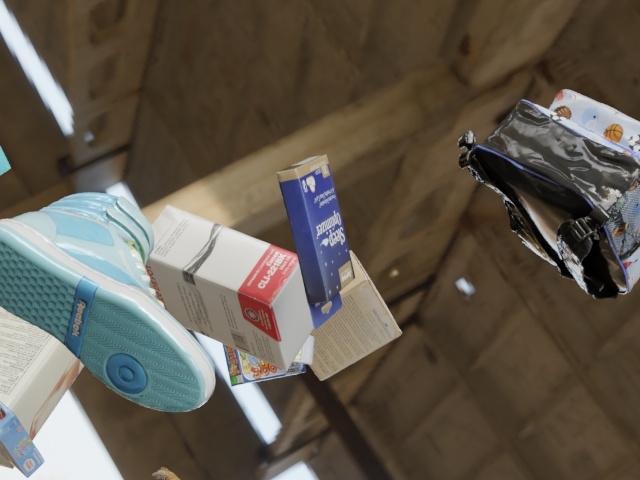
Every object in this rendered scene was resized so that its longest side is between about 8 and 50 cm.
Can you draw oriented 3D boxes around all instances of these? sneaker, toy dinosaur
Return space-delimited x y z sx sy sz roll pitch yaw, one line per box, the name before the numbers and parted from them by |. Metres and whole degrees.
sneaker | -0.216 0.049 1.405 0.319 0.208 0.127 35 -57 9
toy dinosaur | -0.267 0.518 2.468 0.211 0.112 0.064 35 -56 25

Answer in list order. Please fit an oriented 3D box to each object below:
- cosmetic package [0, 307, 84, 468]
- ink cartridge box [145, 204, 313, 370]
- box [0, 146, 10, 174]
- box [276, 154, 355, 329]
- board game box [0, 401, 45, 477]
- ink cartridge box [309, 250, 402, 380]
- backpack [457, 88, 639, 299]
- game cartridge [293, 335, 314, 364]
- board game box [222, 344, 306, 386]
cosmetic package | -0.468 0.190 1.889 0.153 0.296 0.129 14 -52 12
ink cartridge box | -0.158 0.078 2.047 0.272 0.114 0.197 20 -32 22
box | -0.582 -0.198 1.909 0.060 0.100 0.244 27 -36 53
box | 0.000 0.000 1.728 0.036 0.136 0.225 -9 -81 20
board game box | -0.465 0.211 1.633 0.211 0.039 0.160 35 -24 22
ink cartridge box | 0.030 0.150 2.400 0.088 0.193 0.235 60 1 38
backpack | 0.360 -0.058 1.681 0.276 0.213 0.263 41 -14 43
game cartridge | -0.052 0.184 2.134 0.017 0.083 0.056 151 -56 -69
board game box | -0.116 0.214 2.478 0.035 0.201 0.136 -18 -98 36
